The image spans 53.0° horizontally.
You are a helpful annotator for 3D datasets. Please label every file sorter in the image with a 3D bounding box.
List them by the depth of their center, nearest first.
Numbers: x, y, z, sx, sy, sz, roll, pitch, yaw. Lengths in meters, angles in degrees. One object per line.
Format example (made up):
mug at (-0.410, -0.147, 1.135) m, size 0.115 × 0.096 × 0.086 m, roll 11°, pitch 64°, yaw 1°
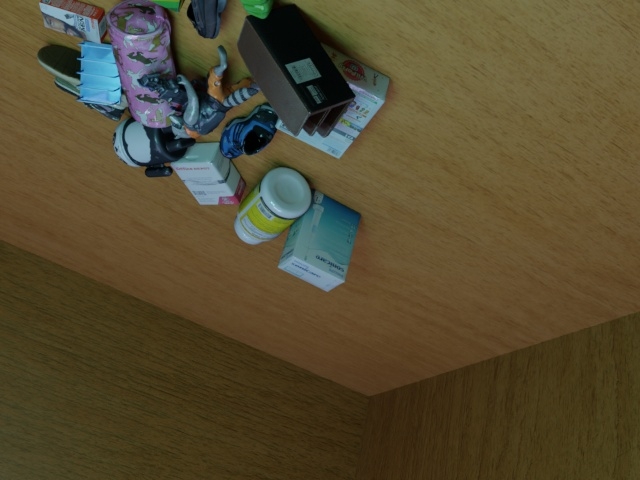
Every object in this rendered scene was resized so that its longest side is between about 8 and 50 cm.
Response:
file sorter at (-0.651, -0.488, 1.881) m, size 0.118 × 0.104 × 0.170 m, roll 6°, pitch 108°, yaw -8°

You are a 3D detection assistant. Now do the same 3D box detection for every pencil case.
pencil case at (-0.496, -0.501, 1.846) m, size 0.160 × 0.167 × 0.386 m, roll 41°, pitch 155°, yaw 20°

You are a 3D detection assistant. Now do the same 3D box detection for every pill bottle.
pill bottle at (-0.184, -0.111, 2.307) m, size 0.187 × 0.188 × 0.334 m, roll 26°, pitch 148°, yaw -18°

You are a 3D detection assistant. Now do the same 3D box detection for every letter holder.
letter holder at (-0.084, -0.412, 1.670) m, size 0.302 × 0.152 × 0.214 m, roll 58°, pitch 149°, yaw 10°

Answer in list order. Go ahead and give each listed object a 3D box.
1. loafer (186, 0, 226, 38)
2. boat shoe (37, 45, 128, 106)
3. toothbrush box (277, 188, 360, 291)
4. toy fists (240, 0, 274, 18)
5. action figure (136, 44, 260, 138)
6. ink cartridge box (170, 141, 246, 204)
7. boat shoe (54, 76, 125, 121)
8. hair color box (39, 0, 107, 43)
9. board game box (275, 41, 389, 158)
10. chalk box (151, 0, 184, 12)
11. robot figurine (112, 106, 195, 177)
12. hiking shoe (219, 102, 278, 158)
loafer at (-0.295, -0.586, 1.597) m, size 0.095 × 0.109 × 0.302 m, roll -6°, pitch 179°, yaw -16°
boat shoe at (-0.727, -0.501, 1.996) m, size 0.302 × 0.109 × 0.098 m, roll 20°, pitch 148°, yaw -18°
toothbrush box at (0.000, 0.000, 2.302) m, size 0.216 × 0.296 × 0.126 m, roll 26°, pitch 147°, yaw -20°
toy fists at (-0.169, -0.646, 1.476) m, size 0.096 × 0.142 × 0.279 m, roll -3°, pitch 145°, yaw 8°
action figure at (-0.335, -0.401, 1.828) m, size 0.330 × 0.179 × 0.341 m, roll -35°, pitch 162°, yaw 34°
ink cartridge box at (-0.396, -0.235, 2.282) m, size 0.171 × 0.100 × 0.237 m, roll 1°, pitch 147°, yaw 22°
boat shoe at (-0.749, -0.461, 2.076) m, size 0.233 × 0.084 × 0.079 m, roll 24°, pitch 131°, yaw -17°
hair color box at (-0.700, -0.631, 1.824) m, size 0.167 × 0.053 × 0.093 m, roll 17°, pitch 149°, yaw -1°
board game box at (0.028, -0.394, 1.854) m, size 0.224 × 0.098 × 0.303 m, roll 24°, pitch 148°, yaw -14°
chalk box at (-0.423, -0.699, 1.480) m, size 0.288 × 0.180 × 0.179 m, roll 22°, pitch 148°, yaw -9°
robot figurine at (-0.553, -0.334, 2.118) m, size 0.278 × 0.209 × 0.173 m, roll -4°, pitch 157°, yaw 27°
hiking shoe at (-0.243, -0.324, 2.044) m, size 0.113 × 0.132 × 0.304 m, roll 31°, pitch 145°, yaw -25°
